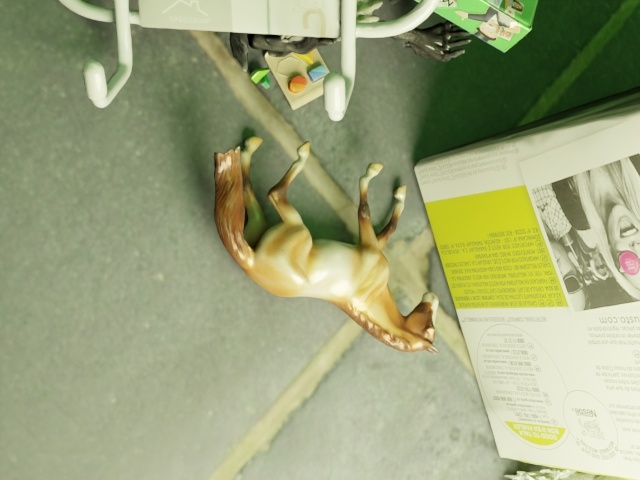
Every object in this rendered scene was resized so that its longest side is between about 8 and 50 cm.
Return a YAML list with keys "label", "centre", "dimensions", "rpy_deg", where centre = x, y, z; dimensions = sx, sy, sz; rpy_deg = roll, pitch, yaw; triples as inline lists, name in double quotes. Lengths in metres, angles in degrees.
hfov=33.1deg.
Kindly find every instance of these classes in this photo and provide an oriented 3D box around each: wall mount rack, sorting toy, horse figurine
- label: "wall mount rack"
  centre: [-0.078, -0.249, 0.826]
  dimensions: [0.350, 0.130, 0.304]
  rpy_deg: [4, 119, 8]
- label: "sorting toy"
  centre: [-0.028, -0.159, 1.036]
  dimensions: [0.083, 0.012, 0.062]
  rpy_deg: [-33, 101, -28]
- label: "horse figurine"
  centre: [0.000, 0.000, 1.006]
  dimensions: [0.263, 0.066, 0.175]
  rpy_deg: [17, 71, -29]

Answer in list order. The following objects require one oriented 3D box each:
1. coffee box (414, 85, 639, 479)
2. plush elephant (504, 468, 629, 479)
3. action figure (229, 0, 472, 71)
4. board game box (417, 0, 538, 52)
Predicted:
- label: "coffee box"
  centre: [0.353, 0.017, 1.044]
  dimensions: [0.337, 0.338, 0.334]
  rpy_deg: [-20, 95, -29]
- label: "plush elephant"
  centre: [0.351, 0.353, 1.058]
  dimensions: [0.330, 0.272, 0.255]
  rpy_deg: [-1, 69, -1]
- label: "action figure"
  centre: [0.006, -0.239, 0.991]
  dimensions: [0.275, 0.141, 0.164]
  rpy_deg: [0, 75, -30]
- label: "board game box"
  centre: [0.128, -0.350, 0.989]
  dimensions: [0.213, 0.046, 0.317]
  rpy_deg: [28, 60, -13]
